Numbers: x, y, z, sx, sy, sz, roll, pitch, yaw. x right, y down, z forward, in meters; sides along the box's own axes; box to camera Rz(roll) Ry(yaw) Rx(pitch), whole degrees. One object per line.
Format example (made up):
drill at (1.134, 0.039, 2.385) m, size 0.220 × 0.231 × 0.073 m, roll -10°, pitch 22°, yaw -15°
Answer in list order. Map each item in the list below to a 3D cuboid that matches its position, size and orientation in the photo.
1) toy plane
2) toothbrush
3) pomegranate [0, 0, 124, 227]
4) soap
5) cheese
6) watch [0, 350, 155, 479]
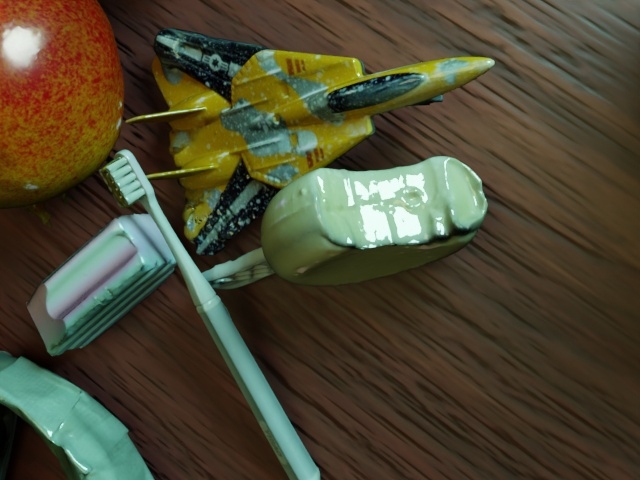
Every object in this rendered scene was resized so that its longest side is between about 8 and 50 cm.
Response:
toy plane at (-0.005, -0.106, 0.702) m, size 0.316 × 0.103 × 0.204 m, roll -10°, pitch 92°, yaw 25°
toothbrush at (-0.088, 0.076, 0.738) m, size 0.025 × 0.030 × 0.342 m, roll -13°, pitch 111°, yaw 50°
pomegranate at (-0.273, -0.123, 0.739) m, size 0.221 × 0.221 × 0.256 m, roll 20°, pitch 134°, yaw 14°
soap at (-0.198, 0.041, 0.778) m, size 0.149 × 0.100 × 0.056 m, roll -38°, pitch 81°, yaw 17°
cheese at (0.012, 0.002, 0.716) m, size 0.249 × 0.163 × 0.070 m, roll -33°, pitch 63°, yaw 54°
watch at (-0.264, 0.251, 0.792) m, size 0.241 × 0.162 × 0.253 m, roll 14°, pitch 98°, yaw 8°
